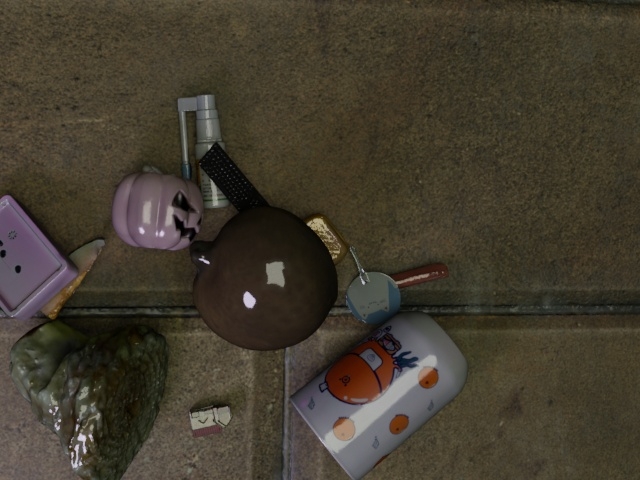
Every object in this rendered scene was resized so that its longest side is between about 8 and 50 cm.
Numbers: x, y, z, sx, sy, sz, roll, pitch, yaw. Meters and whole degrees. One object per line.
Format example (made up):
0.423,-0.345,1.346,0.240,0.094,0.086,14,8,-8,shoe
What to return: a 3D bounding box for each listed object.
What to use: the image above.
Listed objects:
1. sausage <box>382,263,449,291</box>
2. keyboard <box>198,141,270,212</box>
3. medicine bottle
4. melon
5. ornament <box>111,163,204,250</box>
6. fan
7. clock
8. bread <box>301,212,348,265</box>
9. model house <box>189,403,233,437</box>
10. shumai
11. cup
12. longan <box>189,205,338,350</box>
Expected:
0.195,0.076,1.914,0.147,0.035,0.030,-13,65,-9,sausage
-0.159,-0.098,1.805,0.204,0.013,0.061,51,61,-30,keyboard
-0.230,-0.173,1.808,0.092,0.061,0.220,-3,96,9,medicine bottle
-0.480,0.068,1.774,0.054,0.098,0.182,43,69,-28,melon
-0.305,-0.063,1.746,0.178,0.177,0.177,-1,95,-10,ornament
0.096,0.090,1.893,0.113,0.005,0.175,-22,98,13,fan
-0.570,0.034,1.727,0.150,0.063,0.197,-43,75,-4,clock
0.000,0.000,1.861,0.082,0.056,0.115,-43,105,0,bread
-0.218,0.363,1.857,0.083,0.057,0.058,-10,92,-10,model house
-0.458,0.281,1.725,0.264,0.309,0.304,14,86,15,shumai
0.126,0.295,1.834,0.317,0.212,0.212,-38,100,-6,cup
-0.109,0.076,1.746,0.300,0.243,0.300,-3,118,-5,longan
